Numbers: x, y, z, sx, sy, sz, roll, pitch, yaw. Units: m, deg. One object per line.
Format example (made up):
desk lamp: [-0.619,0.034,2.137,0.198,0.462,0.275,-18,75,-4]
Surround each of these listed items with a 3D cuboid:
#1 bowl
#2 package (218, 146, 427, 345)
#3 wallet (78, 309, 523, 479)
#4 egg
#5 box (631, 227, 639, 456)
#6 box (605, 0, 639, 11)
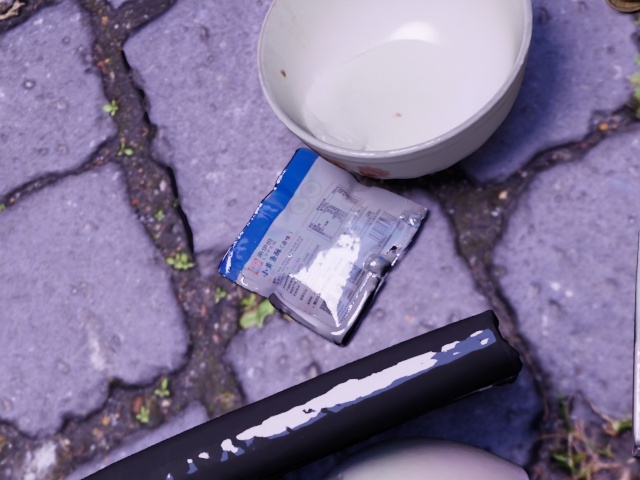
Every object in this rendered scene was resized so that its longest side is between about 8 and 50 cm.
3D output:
bowl: [0.085,-0.177,0.932,0.276,0.145,0.277,-7,63,14]
package: [0.000,0.000,0.946,0.173,0.027,0.171,29,81,26]
wallet: [-0.027,0.169,0.767,0.405,0.228,0.062,-24,74,6]
egg: [0.059,0.274,0.728,0.206,0.162,0.271,14,71,21]
box: [0.339,0.090,0.772,0.135,0.081,0.199,2,66,19]
box: [0.372,-0.305,0.927,0.177,0.111,0.111,-16,63,10]
